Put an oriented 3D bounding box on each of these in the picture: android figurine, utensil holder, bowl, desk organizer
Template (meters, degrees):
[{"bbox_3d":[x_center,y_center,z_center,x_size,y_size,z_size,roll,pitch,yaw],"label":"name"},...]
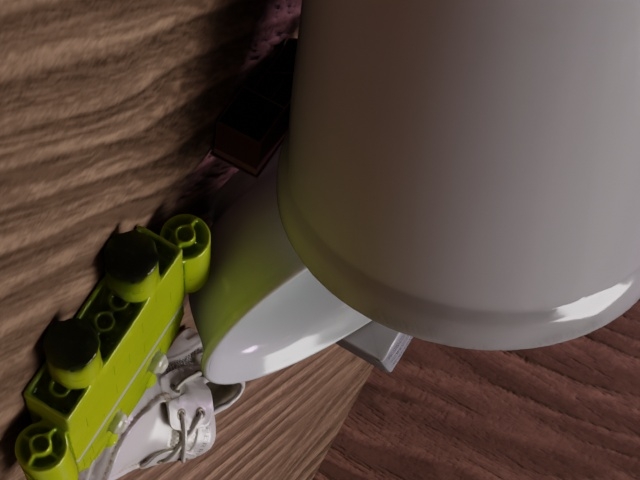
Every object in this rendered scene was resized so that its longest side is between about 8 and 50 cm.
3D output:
[{"bbox_3d":[-0.168,0.095,1.549,0.248,0.056,0.273,-57,170,-22],"label":"android figurine"},{"bbox_3d":[0.142,-0.164,1.441,0.327,0.327,0.385,-53,160,-41],"label":"utensil holder"},{"bbox_3d":[-0.008,-0.006,1.706,0.298,0.134,0.298,-30,164,-10],"label":"bowl"},{"bbox_3d":[-0.039,-0.121,1.610,0.130,0.047,0.050,-56,168,-29],"label":"desk organizer"}]

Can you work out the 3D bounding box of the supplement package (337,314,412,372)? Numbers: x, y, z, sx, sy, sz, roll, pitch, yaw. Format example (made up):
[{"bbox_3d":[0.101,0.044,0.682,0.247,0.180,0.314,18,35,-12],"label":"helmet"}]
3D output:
[{"bbox_3d":[0.022,0.020,1.945,0.149,0.194,0.203,-59,173,-4],"label":"supplement package"}]

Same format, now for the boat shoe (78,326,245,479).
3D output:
[{"bbox_3d":[-0.140,0.163,1.794,0.098,0.096,0.277,-64,171,25],"label":"boat shoe"}]
